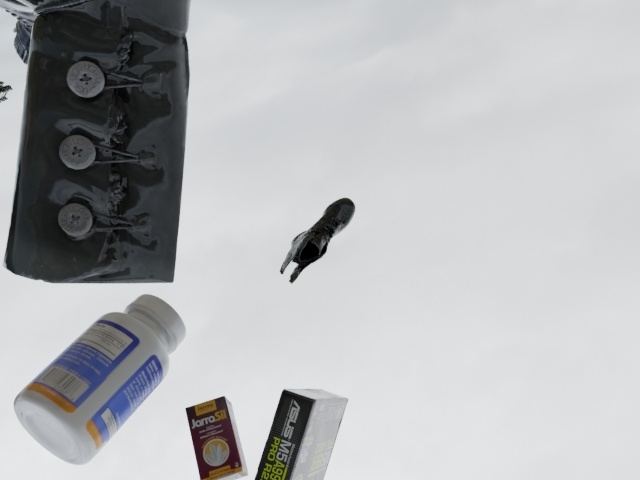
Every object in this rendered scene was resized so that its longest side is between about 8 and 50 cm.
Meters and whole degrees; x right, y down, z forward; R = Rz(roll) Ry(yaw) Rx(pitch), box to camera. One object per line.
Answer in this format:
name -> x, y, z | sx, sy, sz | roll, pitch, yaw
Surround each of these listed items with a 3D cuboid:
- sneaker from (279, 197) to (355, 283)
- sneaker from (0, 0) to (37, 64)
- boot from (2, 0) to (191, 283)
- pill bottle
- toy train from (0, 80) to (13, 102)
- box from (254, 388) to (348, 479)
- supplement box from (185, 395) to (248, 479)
sneaker -> -0.002, -0.002, 1.207 | 0.170, 0.051, 0.089 | -40, -162, 8
sneaker -> -0.469, -0.346, 1.075 | 0.163, 0.086, 0.226 | -28, 164, 35
boot -> -0.334, -0.174, 0.815 | 0.367, 0.445, 0.146 | 8, -160, -2
pill bottle -> -0.346, 0.214, 1.132 | 0.152, 0.152, 0.272 | 5, -143, 32
toy train -> -0.519, -0.240, 1.106 | 0.036, 0.027, 0.158 | 26, -176, -22
box -> -0.034, 0.372, 1.214 | 0.060, 0.216, 0.270 | 15, 172, 17
supplement box -> -0.250, 0.484, 1.665 | 0.104, 0.081, 0.188 | -18, -117, -3
